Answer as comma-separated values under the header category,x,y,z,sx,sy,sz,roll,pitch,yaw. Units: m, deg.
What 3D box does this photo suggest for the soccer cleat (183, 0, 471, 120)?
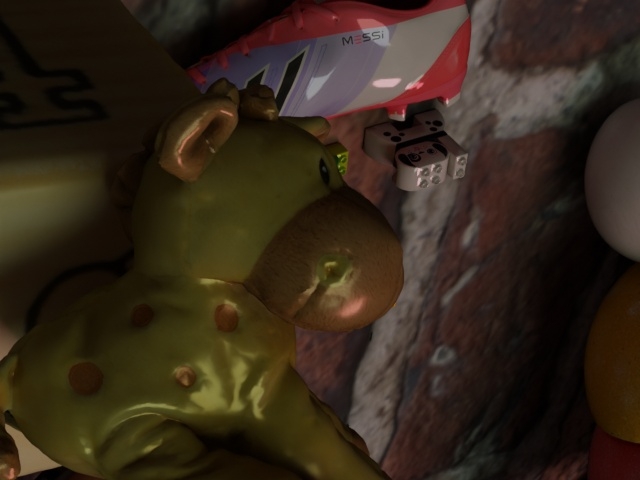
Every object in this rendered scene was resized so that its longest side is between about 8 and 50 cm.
category,x,y,z,sx,sy,sz,roll,pitch,yaw
soccer cleat,-0.021,-0.100,0.867,0.248,0.083,0.095,-19,119,-25

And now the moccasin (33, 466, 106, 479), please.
category,x,y,z,sx,sy,sz,roll,pitch,yaw
moccasin,-0.166,0.236,0.922,0.380,0.147,0.139,-45,-178,-29

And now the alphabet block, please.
category,x,y,z,sx,sy,sz,roll,pitch,yaw
alphabet block,-0.177,-0.008,0.728,0.197,0.193,0.192,-9,132,-33

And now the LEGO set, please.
category,x,y,z,sx,sy,sz,roll,pitch,yaw
LEGO set,0.000,0.000,0.952,0.227,0.093,0.087,-18,135,-26

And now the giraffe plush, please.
category,x,y,z,sx,sy,sz,roll,pitch,yaw
giraffe plush,-0.037,0.026,0.625,0.210,0.181,0.170,27,98,-12

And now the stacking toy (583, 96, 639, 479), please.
category,x,y,z,sx,sy,sz,roll,pitch,yaw
stacking toy,0.311,0.118,1.130,0.351,0.350,0.479,-27,109,-16
